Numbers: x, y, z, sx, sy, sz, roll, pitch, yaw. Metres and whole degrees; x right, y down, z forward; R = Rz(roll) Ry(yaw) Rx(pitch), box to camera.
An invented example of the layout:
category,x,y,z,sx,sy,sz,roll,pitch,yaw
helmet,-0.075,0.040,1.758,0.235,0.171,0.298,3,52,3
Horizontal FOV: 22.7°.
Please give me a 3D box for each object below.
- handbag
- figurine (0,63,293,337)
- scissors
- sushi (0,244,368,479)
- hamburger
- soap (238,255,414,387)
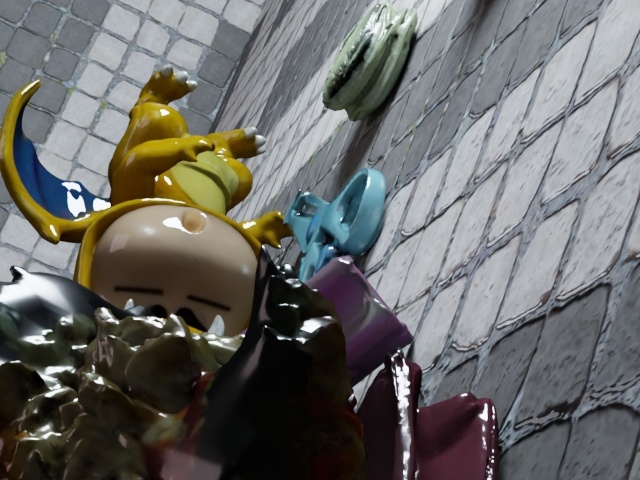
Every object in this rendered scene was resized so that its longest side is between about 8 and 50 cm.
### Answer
category,x,y,z,sx,sy,sz,roll,pitch,yaw
handbag,0.021,0.191,0.833,0.203,0.074,0.216,-82,19,-63
figurine,-0.171,0.033,1.786,0.401,0.268,0.387,61,-154,-54
scissors,0.001,0.000,1.558,0.180,0.032,0.393,-64,11,5
sushi,-0.072,0.124,0.775,0.225,0.219,0.238,19,-115,-67
hamburger,0.052,-0.191,1.693,0.133,0.062,0.140,-67,7,-23
soap,-0.037,0.099,1.081,0.203,0.065,0.122,-38,-12,2
